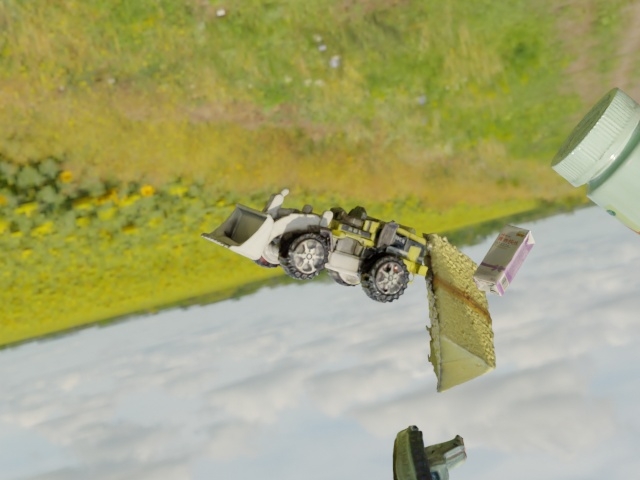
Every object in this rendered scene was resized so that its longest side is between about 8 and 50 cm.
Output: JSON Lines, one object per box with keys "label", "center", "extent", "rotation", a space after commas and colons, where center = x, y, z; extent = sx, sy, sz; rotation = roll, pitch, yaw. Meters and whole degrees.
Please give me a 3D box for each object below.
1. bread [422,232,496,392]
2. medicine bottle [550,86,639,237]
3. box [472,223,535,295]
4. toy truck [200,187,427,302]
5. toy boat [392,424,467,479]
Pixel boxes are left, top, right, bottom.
{"label": "bread", "center": [0.237, 0.132, 1.826], "extent": [0.142, 0.266, 0.178], "rotation": [9, 135, -5]}
{"label": "medicine bottle", "center": [0.520, -0.074, 1.529], "extent": [0.158, 0.318, 0.158], "rotation": [-52, 179, -1]}
{"label": "box", "center": [0.294, 0.030, 1.629], "extent": [0.050, 0.036, 0.117], "rotation": [15, -120, 37]}
{"label": "toy truck", "center": [0.000, 0.000, 1.283], "extent": [0.286, 0.111, 0.136], "rotation": [14, -178, -28]}
{"label": "toy boat", "center": [0.181, 0.384, 1.637], "extent": [0.115, 0.114, 0.262], "rotation": [-13, -150, 11]}
